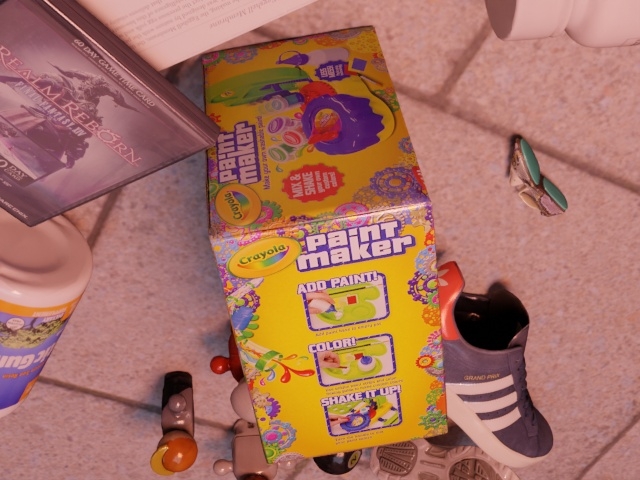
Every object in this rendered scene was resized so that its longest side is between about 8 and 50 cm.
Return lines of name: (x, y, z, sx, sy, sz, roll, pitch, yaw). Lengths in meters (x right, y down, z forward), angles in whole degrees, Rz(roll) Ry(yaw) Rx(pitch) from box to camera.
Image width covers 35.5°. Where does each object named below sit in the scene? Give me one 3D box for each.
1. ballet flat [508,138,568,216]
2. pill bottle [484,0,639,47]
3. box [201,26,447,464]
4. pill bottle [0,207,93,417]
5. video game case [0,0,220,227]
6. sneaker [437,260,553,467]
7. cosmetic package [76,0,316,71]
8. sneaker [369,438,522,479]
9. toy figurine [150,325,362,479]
ballet flat: (0.227, -0.063, 1.085, 0.041, 0.041, 0.114, -32, 125, 17)
pill bottle: (0.292, -0.251, 0.861, 0.283, 0.160, 0.160, -6, 129, -4)
box: (0.000, 0.000, 0.940, 0.177, 0.290, 0.279, -10, 130, 0)
pill bottle: (-0.359, 0.096, 1.057, 0.152, 0.152, 0.272, 20, 124, -22)
video game case: (-0.247, -0.106, 0.860, 0.274, 0.026, 0.196, -17, 135, 39)
sneaker: (0.211, 0.150, 1.198, 0.148, 0.131, 0.350, -38, 127, 17)
cosmetic package: (-0.126, -0.277, 0.796, 0.224, 0.138, 0.224, -21, 128, 10)
sneaker: (0.184, 0.314, 1.310, 0.115, 0.232, 0.090, 38, 74, -49)
toy figurine: (-0.078, 0.221, 1.200, 0.209, 0.148, 0.213, -36, 125, 20)
